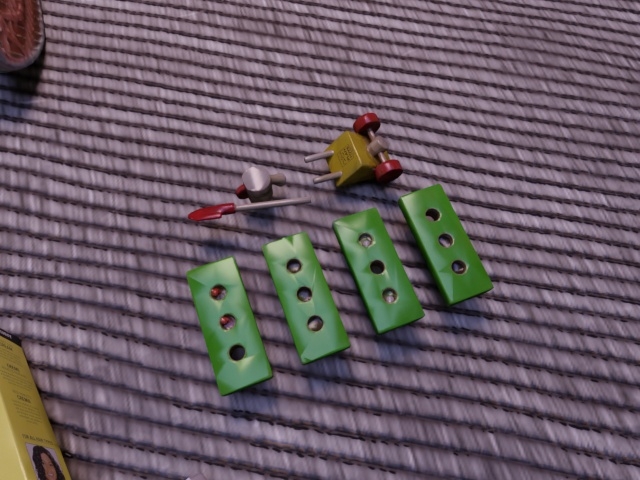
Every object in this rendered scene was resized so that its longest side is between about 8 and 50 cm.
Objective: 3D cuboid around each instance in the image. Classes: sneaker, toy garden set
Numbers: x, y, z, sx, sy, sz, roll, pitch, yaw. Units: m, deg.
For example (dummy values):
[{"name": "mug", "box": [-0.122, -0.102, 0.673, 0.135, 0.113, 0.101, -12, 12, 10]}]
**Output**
[{"name": "sneaker", "box": [-0.397, -0.288, 0.489, 0.120, 0.108, 0.302, -17, 61, -8]}, {"name": "toy garden set", "box": [0.000, 0.000, 0.413, 0.244, 0.049, 0.204, -19, 71, -9]}]

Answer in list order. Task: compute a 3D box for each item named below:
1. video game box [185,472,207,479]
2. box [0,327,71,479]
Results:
[{"name": "video game box", "box": [-0.087, 0.304, 0.283, 0.205, 0.048, 0.187, 42, 70, 14]}, {"name": "box", "box": [-0.232, 0.167, 0.303, 0.087, 0.058, 0.232, -34, 61, -15]}]
